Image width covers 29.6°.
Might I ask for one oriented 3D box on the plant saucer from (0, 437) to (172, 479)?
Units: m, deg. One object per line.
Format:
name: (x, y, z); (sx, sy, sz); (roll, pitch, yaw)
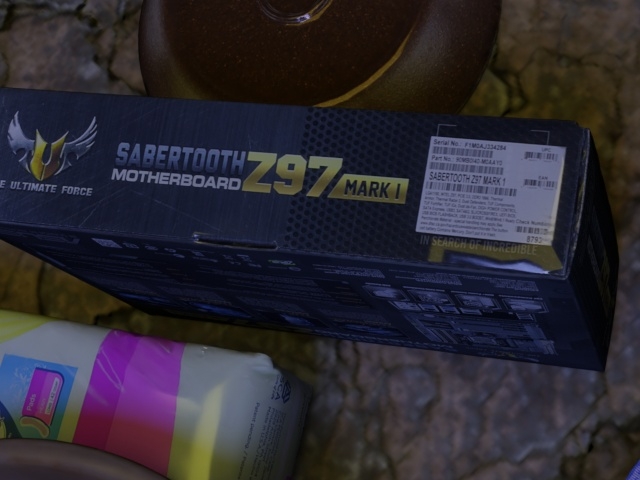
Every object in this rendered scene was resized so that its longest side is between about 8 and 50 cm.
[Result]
plant saucer: (-0.117, 0.213, 0.443); (0.278, 0.041, 0.278); (-4, 73, 14)

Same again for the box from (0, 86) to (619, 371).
box: (0.000, 0.000, 0.502); (0.233, 0.183, 0.059); (6, 76, 19)

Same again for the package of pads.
package of pads: (-0.172, 0.145, 0.555); (0.297, 0.101, 0.229); (9, 76, 18)

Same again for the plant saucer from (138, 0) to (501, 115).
plant saucer: (-0.009, -0.124, 0.620); (0.199, 0.036, 0.198); (-4, 74, 16)

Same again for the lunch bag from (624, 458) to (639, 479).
lunch bag: (0.163, 0.141, 0.461); (0.129, 0.096, 0.151); (35, 77, 22)
